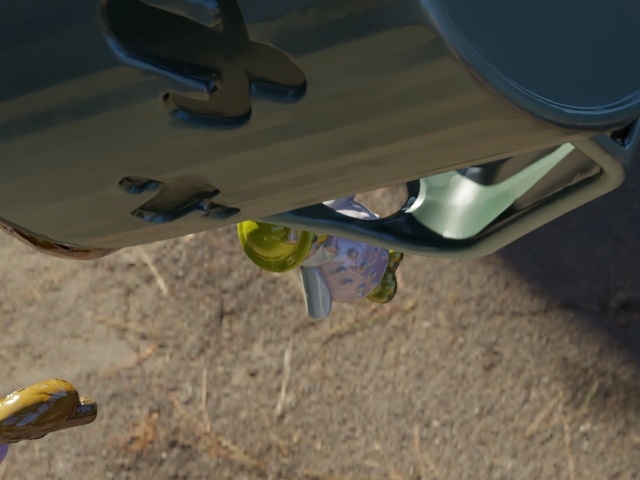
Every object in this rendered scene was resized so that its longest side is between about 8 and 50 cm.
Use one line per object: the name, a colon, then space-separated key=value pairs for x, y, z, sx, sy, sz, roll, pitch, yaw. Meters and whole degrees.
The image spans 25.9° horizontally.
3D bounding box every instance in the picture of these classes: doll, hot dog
doll: x=0.000 y=0.000 z=1.164 sx=0.081 sy=0.207 sz=0.129 roll=5 pitch=78 yaw=35
hot dog: x=-0.301 y=0.184 z=1.479 sx=0.140 sy=0.090 sz=0.060 roll=-16 pitch=84 yaw=-61

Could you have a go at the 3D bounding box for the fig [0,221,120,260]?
fig: x=-0.254 y=-0.081 z=1.443 sx=0.224 sy=0.224 sz=0.263 roll=-19 pitch=14 yaw=-25

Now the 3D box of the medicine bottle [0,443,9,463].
medicine bottle: x=-0.483 y=0.145 z=1.559 sx=0.178 sy=0.290 sz=0.178 roll=-19 pitch=14 yaw=5

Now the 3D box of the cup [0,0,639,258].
cup: x=0.005 y=-0.156 z=0.770 sx=0.401 sy=0.310 sz=0.392 roll=6 pitch=-7 yaw=-43
